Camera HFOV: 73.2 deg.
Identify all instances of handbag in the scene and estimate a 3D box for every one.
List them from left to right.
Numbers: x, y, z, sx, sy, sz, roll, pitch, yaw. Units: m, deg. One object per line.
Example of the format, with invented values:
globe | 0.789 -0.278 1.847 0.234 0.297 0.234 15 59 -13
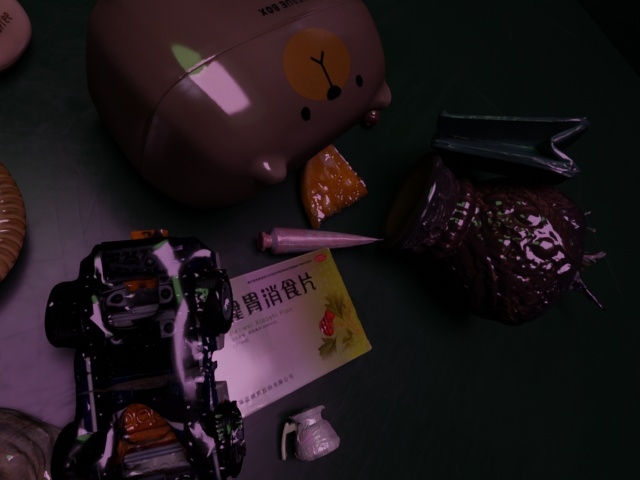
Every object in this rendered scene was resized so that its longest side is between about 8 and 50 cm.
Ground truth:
handbag | 0.337 -0.169 0.801 0.326 0.239 0.089 -12 114 -69

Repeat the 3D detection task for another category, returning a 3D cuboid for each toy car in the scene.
toy car | -0.180 0.137 0.478 0.193 0.118 0.300 -6 84 1

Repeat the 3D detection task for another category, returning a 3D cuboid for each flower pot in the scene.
flower pot | 0.266 -0.016 0.767 0.267 0.266 0.266 25 60 -9

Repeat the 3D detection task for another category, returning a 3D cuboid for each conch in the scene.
conch | -0.342 0.240 0.420 0.207 0.129 0.155 23 24 4

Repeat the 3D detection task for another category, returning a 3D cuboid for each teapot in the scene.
teapot | -0.020 0.271 0.605 0.083 0.064 0.064 -20 73 -3

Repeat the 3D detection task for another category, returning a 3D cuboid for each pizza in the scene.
pizza | 0.022 -0.101 0.778 0.131 0.041 0.178 1 71 -27

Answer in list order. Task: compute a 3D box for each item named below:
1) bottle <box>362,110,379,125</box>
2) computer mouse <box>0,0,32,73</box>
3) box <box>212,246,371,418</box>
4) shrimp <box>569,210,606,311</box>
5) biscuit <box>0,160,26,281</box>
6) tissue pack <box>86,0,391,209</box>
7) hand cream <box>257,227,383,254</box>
bottle | 0.098 -0.283 0.889 0.063 0.047 0.101 -3 74 -42
computer mouse | -0.497 -0.300 0.531 0.237 0.082 0.145 25 61 -21
box | -0.068 0.129 0.625 0.261 0.062 0.175 -18 81 -33
shrimp | 0.518 0.003 0.945 0.372 0.172 0.137 39 89 6
biscuit | -0.443 -0.032 0.434 0.259 0.079 0.258 22 58 -39
tissue pack | -0.092 -0.218 0.619 0.387 0.267 0.276 -40 95 -36
hand cream | 0.000 0.000 0.717 0.210 0.067 0.043 -1 86 -27
